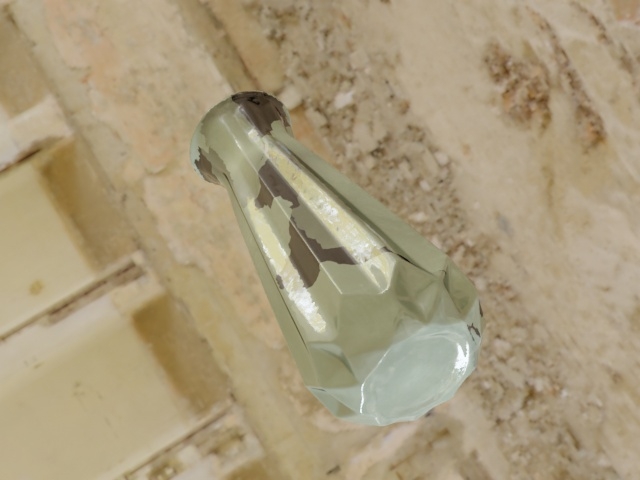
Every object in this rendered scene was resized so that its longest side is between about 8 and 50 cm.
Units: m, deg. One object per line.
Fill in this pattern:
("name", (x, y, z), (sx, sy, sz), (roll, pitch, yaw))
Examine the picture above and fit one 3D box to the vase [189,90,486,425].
("vase", (0.000, 0.000, 0.891), (0.360, 0.165, 0.165), (53, 169, 42))
